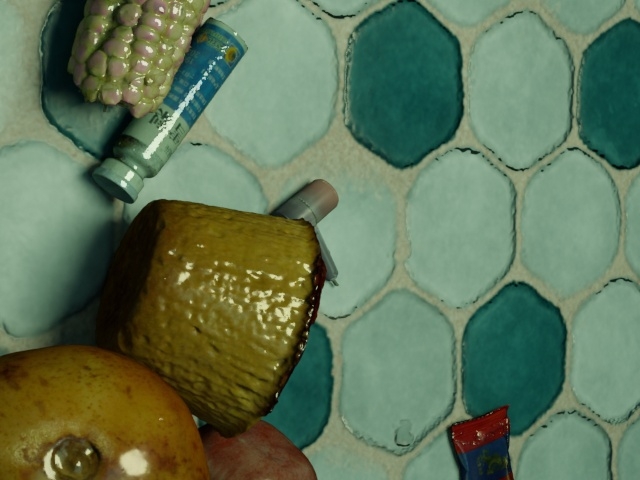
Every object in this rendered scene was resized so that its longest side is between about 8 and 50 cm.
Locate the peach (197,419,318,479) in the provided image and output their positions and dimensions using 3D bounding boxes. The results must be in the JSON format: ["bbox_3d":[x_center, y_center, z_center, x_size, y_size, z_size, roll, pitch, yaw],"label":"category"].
[{"bbox_3d":[-0.069,0.245,1.354,0.152,0.152,0.152,-3,96,-34],"label":"peach"}]

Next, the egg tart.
[{"bbox_3d":[-0.100,0.063,1.284,0.171,0.215,0.215,20,82,-21],"label":"egg tart"}]

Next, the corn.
[{"bbox_3d":[-0.133,-0.271,1.276,0.127,0.127,0.335,18,85,-34],"label":"corn"}]

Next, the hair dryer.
[{"bbox_3d":[0.000,0.000,1.443,0.063,0.037,0.114,-40,122,-27],"label":"hair dryer"}]

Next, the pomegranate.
[{"bbox_3d":[-0.222,0.214,1.181,0.264,0.264,0.264,-3,96,-34],"label":"pomegranate"}]

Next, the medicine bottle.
[{"bbox_3d":[-0.138,-0.122,1.324,0.051,0.051,0.191,45,69,-28],"label":"medicine bottle"}]

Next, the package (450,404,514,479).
[{"bbox_3d":[0.191,0.288,1.601,0.083,0.022,0.200,-17,105,-32],"label":"package"}]
